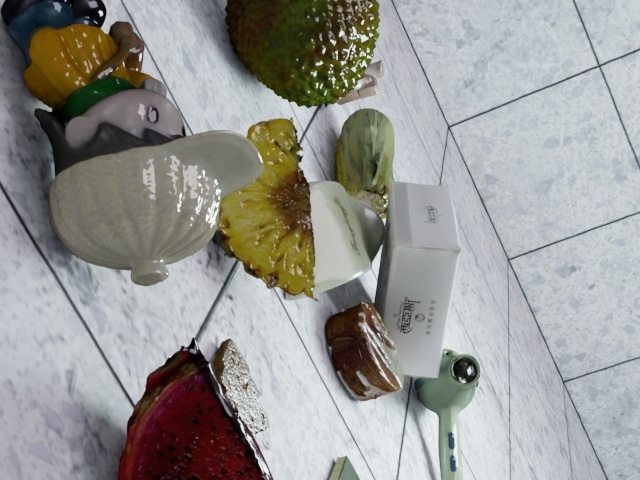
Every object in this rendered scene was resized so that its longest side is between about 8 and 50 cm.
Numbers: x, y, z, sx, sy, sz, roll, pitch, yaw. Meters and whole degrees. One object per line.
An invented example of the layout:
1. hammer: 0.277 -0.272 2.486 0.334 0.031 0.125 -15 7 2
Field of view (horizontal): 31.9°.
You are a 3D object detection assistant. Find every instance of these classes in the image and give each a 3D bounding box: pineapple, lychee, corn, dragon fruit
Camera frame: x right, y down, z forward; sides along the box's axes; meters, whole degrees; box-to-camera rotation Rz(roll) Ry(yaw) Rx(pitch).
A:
1. pineapple: -0.102 -0.035 1.523 0.164 0.140 0.249 174 -89 -66
2. lychee: -0.030 -0.365 1.837 0.270 0.270 0.320 -91 -173 -49
3. corn: 0.091 -0.147 2.143 0.305 0.122 0.123 -88 -164 -53
4. dragon fruit: -0.118 0.221 1.075 0.189 0.163 0.261 -36 111 -37

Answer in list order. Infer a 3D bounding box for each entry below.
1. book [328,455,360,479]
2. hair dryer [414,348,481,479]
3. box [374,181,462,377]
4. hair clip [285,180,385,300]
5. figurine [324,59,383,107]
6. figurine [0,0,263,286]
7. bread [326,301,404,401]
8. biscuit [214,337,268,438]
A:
1. book: 0.044 0.434 1.490 0.201 0.026 0.289 64 18 -12
2. hair dryer: 0.239 0.308 1.979 0.296 0.119 0.298 92 -6 -56
3. box: 0.161 0.067 1.922 0.203 0.116 0.274 -87 -178 -57
4. hair clip: 0.014 -0.006 1.774 0.172 0.113 0.282 71 18 7
5. figurine: 0.023 -0.382 2.190 0.236 0.141 0.162 59 15 -29
6. figurine: -0.225 -0.109 1.151 0.332 0.204 0.185 44 10 22
7. bread: 0.071 0.182 1.794 0.160 0.073 0.160 57 17 -29
8. biscuit: -0.103 0.182 1.356 0.119 0.019 0.130 37 36 -59
